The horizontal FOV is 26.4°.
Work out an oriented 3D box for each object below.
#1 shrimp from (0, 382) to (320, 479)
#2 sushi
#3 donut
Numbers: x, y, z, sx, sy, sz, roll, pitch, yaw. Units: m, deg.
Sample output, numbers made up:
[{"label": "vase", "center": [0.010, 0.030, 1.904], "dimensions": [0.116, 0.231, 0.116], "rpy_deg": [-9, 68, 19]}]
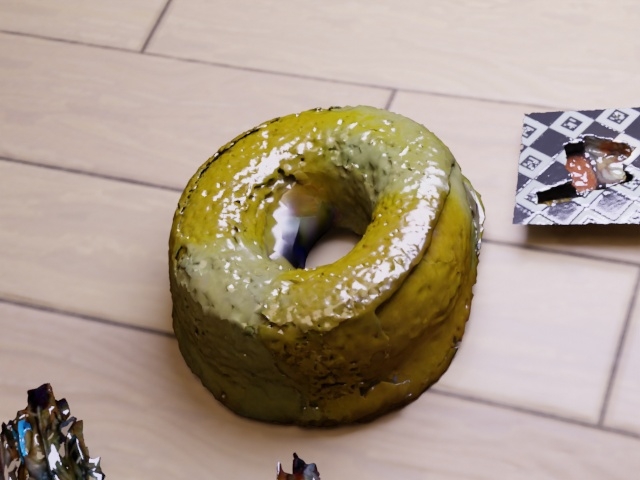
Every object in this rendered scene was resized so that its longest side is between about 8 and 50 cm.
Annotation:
[{"label": "shrimp", "center": [-0.112, 0.191, 0.956], "dimensions": [0.222, 0.054, 0.290], "rpy_deg": [-30, 56, -7]}, {"label": "sushi", "center": [0.216, -0.052, 1.075], "dimensions": [0.120, 0.026, 0.126], "rpy_deg": [-1, 50, 17]}, {"label": "donut", "center": [0.000, 0.000, 1.042], "dimensions": [0.272, 0.107, 0.272], "rpy_deg": [-6, 51, 8]}]
